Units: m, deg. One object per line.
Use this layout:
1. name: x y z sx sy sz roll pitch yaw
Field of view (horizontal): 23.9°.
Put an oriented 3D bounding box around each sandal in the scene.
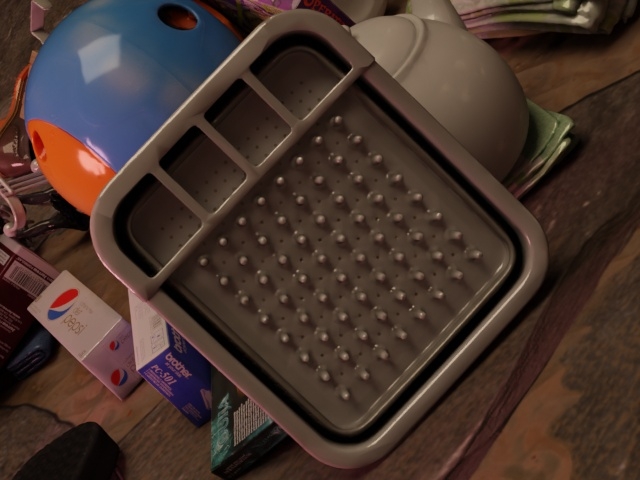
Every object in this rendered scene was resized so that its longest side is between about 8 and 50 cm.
1. sandal: -0.263 0.329 1.414 0.167 0.107 0.446 -31 17 23

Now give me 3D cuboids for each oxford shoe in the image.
1. oxford shoe: -0.432 -0.199 2.374 0.098 0.097 0.271 0 50 25

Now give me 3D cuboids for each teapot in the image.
1. teapot: 0.061 -0.125 1.452 0.252 0.187 0.256 -35 28 12

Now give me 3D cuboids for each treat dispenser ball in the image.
1. treat dispenser ball: -0.206 -0.155 1.792 0.288 0.288 0.288 -31 30 20

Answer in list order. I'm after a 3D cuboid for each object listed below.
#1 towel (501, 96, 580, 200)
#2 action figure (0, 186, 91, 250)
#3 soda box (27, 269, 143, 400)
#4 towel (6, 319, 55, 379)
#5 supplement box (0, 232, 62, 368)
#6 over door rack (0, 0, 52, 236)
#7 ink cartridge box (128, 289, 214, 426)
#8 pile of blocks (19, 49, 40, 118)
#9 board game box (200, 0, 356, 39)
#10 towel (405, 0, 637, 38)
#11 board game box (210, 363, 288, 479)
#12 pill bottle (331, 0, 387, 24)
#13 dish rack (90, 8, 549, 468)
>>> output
1. towel: 0.089 -0.037 1.527 0.325 0.038 0.248 -42 27 0
2. action figure: -0.451 -0.007 2.057 0.276 0.141 0.164 -30 41 18
3. soda box: -0.261 0.104 1.728 0.069 0.074 0.216 -47 29 -9
4. towel: -0.351 0.117 1.872 0.067 0.029 0.119 -34 28 20
5. supplement box: -0.422 0.114 1.866 0.239 0.073 0.130 -55 21 -6
6. over door rack: -0.385 -0.157 1.981 0.239 0.324 0.108 -23 -27 -35
7. ink cartridge box: -0.151 0.096 1.578 0.046 0.097 0.207 -37 29 10
8. pile of blocks: -0.275 -0.217 2.194 0.362 0.149 0.112 -3 3 38
9. board game box: -0.065 -0.266 1.778 0.347 0.208 0.056 28 88 46
10. towel: 0.240 -0.397 1.645 0.320 0.090 0.374 6 79 54
11. board game box: -0.058 0.125 1.451 0.126 0.026 0.186 -41 32 28
12. pill bottle: -0.015 -0.319 1.957 0.121 0.121 0.221 -48 26 -12
13. dish rack: 0.000 0.000 1.312 0.285 0.333 0.072 -47 5 -4
